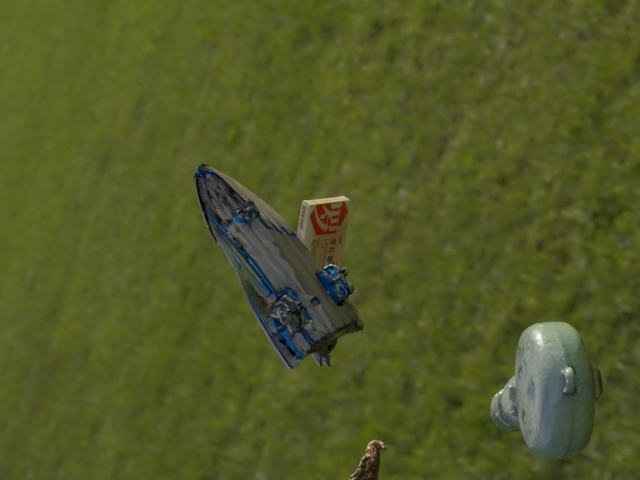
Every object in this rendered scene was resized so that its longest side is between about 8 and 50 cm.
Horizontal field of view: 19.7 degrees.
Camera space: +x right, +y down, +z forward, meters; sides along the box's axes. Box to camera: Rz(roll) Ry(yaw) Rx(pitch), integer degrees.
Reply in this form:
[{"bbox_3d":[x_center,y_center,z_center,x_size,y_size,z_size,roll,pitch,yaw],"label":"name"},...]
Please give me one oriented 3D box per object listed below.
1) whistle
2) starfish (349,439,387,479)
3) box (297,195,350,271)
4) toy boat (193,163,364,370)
[{"bbox_3d":[0.210,0.147,1.728,0.258,0.067,0.126,124,144,-76],"label":"whistle"},{"bbox_3d":[0.028,0.340,2.283,0.210,0.150,0.053,-64,14,-17],"label":"starfish"},{"bbox_3d":[0.000,0.000,1.961,0.015,0.058,0.093,31,119,46],"label":"box"},{"bbox_3d":[-0.044,0.014,1.581,0.210,0.084,0.066,53,149,15],"label":"toy boat"}]
